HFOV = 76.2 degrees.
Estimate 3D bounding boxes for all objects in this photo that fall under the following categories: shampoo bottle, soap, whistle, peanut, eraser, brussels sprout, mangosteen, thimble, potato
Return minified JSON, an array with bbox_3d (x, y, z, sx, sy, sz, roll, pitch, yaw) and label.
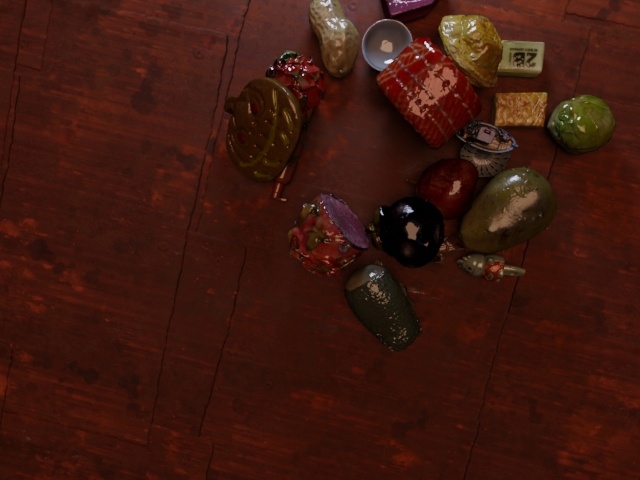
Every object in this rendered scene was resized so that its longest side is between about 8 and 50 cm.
[{"bbox_3d":[-0.140,-0.278,1.605,0.086,0.085,0.244,17,97,1],"label":"shampoo bottle"},{"bbox_3d":[0.353,-0.918,1.515,0.250,0.099,0.162,-16,87,4],"label":"soap"},{"bbox_3d":[0.659,0.105,1.587,0.254,0.102,0.105,9,88,6],"label":"whistle"},{"bbox_3d":[0.060,-0.766,1.517,0.159,0.143,0.291,-17,95,28],"label":"peanut"},{"bbox_3d":[0.740,-0.682,1.532,0.172,0.058,0.117,5,95,3],"label":"eraser"},{"bbox_3d":[0.961,-0.424,1.493,0.223,0.161,0.223,0,101,-2],"label":"brussels sprout"},{"bbox_3d":[0.311,-0.038,1.499,0.288,0.287,0.233,34,89,0],"label":"mangosteen"},{"bbox_3d":[0.375,-0.510,1.429,0.231,0.350,0.350,-40,92,18],"label":"thimble"},{"bbox_3d":[0.688,-0.091,1.514,0.270,0.219,0.359,41,106,-7],"label":"potato"}]

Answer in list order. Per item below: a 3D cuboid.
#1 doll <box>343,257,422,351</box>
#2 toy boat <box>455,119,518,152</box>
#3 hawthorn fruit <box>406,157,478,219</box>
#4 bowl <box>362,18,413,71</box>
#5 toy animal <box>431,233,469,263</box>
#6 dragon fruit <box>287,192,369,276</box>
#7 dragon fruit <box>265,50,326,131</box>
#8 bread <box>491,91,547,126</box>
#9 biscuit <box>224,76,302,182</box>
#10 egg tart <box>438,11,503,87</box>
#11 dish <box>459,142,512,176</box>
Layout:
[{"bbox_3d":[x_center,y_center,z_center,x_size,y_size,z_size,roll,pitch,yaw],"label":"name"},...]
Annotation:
[{"bbox_3d":[0.248,0.248,1.566,0.247,0.247,0.349,-32,90,5],"label":"doll"},{"bbox_3d":[0.608,-0.378,1.484,0.223,0.097,0.100,21,97,7],"label":"toy boat"},{"bbox_3d":[0.448,-0.194,1.530,0.266,0.210,0.230,12,77,34],"label":"hawthorn fruit"},{"bbox_3d":[0.250,-0.722,1.541,0.189,0.086,0.188,0,97,3],"label":"bowl"},{"bbox_3d":[0.482,0.006,1.599,0.188,0.089,0.179,-1,82,14],"label":"toy animal"},{"bbox_3d":[0.000,0.000,1.532,0.263,0.314,0.296,-40,84,22],"label":"dragon fruit"},{"bbox_3d":[-0.095,-0.547,1.524,0.234,0.233,0.292,5,116,2],"label":"dragon fruit"},{"bbox_3d":[0.749,-0.490,1.544,0.189,0.068,0.125,1,96,3],"label":"bread"},{"bbox_3d":[-0.234,-0.408,1.501,0.350,0.070,0.394,40,129,15],"label":"biscuit"},{"bbox_3d":[0.549,-0.682,1.428,0.128,0.319,0.318,-31,94,47],"label":"egg tart"},{"bbox_3d":[0.626,-0.330,1.566,0.191,0.066,0.190,0,92,8],"label":"dish"}]
